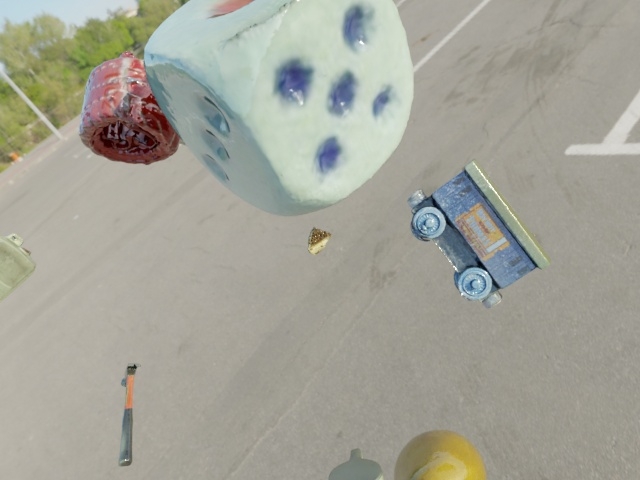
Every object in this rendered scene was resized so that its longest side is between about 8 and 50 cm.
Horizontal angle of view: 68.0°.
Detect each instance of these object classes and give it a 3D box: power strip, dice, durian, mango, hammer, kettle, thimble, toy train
[{"bbox_3d":[-0.552,0.101,0.711,0.272,0.078,0.052,-48,27,-18],"label":"power strip"},{"bbox_3d":[-0.053,-0.212,0.660,0.265,0.263,0.268,-46,44,-19],"label":"dice"},{"bbox_3d":[-0.010,-0.002,1.321,0.066,0.052,0.130,-65,-16,18],"label":"durian"},{"bbox_3d":[0.261,0.524,1.051,0.211,0.317,0.173,-27,74,6],"label":"mango"},{"bbox_3d":[-0.475,0.422,1.172,0.111,0.033,0.288,-64,29,27],"label":"hammer"},{"bbox_3d":[0.074,0.431,0.753,0.098,0.148,0.126,-12,1,37],"label":"kettle"},{"bbox_3d":[-0.329,-0.220,0.838,0.189,0.163,0.125,-21,62,50],"label":"thimble"},{"bbox_3d":[0.331,-0.014,1.030,0.202,0.300,0.131,-37,-3,13],"label":"toy train"}]

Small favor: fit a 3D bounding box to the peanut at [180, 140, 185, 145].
[{"bbox_3d":[-0.264,-0.354,1.360,0.313,0.149,0.149,-29,27,-17],"label":"peanut"}]
